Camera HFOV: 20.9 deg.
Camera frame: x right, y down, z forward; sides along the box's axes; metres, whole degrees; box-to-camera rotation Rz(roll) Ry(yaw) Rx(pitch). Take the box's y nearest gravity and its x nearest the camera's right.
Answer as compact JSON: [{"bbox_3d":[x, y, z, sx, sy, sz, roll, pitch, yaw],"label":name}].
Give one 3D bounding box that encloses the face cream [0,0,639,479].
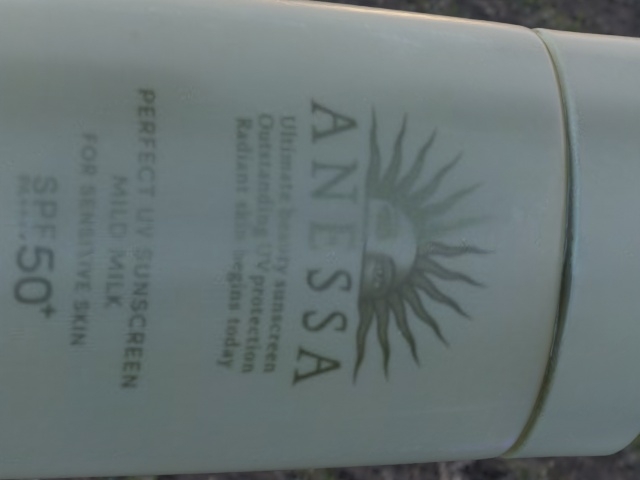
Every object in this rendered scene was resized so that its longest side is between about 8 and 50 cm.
[{"bbox_3d":[0.000,0.000,0.640,0.348,0.174,0.081,3,5,-26],"label":"face cream"}]
